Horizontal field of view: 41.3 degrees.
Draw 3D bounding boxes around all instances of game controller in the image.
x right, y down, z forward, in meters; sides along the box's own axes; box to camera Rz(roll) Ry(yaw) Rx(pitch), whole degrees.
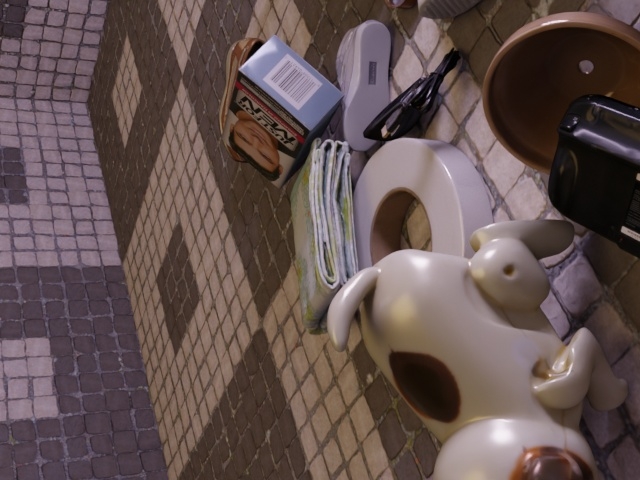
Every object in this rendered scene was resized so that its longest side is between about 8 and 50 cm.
[{"bbox_3d":[0.397,-0.054,0.991,0.319,0.067,0.166,37,137,46],"label":"game controller"}]

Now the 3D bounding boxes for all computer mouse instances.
[{"bbox_3d":[0.151,-0.219,1.517,0.060,0.184,0.262,43,142,-8],"label":"computer mouse"}]

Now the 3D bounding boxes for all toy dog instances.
[{"bbox_3d":[0.227,0.201,1.115,0.284,0.395,0.408,-39,57,41],"label":"toy dog"}]

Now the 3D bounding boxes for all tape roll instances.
[{"bbox_3d":[0.170,0.008,1.544,0.392,0.072,0.392,0,90,62],"label":"tape roll"}]

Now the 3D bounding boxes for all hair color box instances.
[{"bbox_3d":[-0.091,-0.258,1.802,0.185,0.113,0.374,41,162,1],"label":"hair color box"}]

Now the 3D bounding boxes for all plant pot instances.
[{"bbox_3d":[0.344,-0.205,1.123,0.109,0.237,0.237,-58,2,-42],"label":"plant pot"}]

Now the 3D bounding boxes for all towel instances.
[{"bbox_3d":[0.000,0.000,1.742,0.374,0.090,0.320,113,156,-70],"label":"towel"}]

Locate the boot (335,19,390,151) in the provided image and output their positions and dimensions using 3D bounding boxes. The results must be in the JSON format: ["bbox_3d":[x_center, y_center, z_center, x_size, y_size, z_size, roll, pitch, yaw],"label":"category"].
[{"bbox_3d":[0.080,-0.308,1.716,0.123,0.095,0.258,-161,79,-70],"label":"boot"}]

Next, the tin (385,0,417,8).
[{"bbox_3d":[0.171,-0.524,1.582,0.106,0.040,0.189,58,139,39],"label":"tin"}]

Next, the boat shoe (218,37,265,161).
[{"bbox_3d":[-0.185,-0.362,2.169,0.120,0.123,0.324,-3,88,59],"label":"boat shoe"}]

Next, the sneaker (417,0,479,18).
[{"bbox_3d":[0.250,-0.490,1.325,0.366,0.135,0.150,-25,71,59],"label":"sneaker"}]
